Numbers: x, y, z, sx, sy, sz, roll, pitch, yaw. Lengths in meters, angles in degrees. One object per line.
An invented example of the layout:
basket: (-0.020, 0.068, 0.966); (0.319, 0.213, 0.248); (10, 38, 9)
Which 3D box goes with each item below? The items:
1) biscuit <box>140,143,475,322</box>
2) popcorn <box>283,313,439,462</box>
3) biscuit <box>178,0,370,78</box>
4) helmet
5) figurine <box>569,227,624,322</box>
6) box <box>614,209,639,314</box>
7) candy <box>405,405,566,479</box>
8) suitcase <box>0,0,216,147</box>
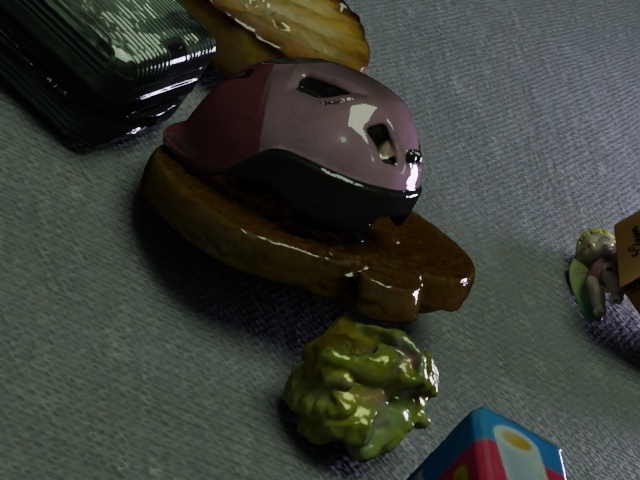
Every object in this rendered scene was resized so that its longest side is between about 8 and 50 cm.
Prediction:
biscuit: (-0.001, 0.001, 1.516); (0.367, 0.063, 0.314); (12, 22, -38)
popcorn: (0.039, 0.133, 1.380); (0.145, 0.126, 0.126); (-2, 19, -28)
biscuit: (-0.076, -0.266, 1.844); (0.296, 0.102, 0.296); (29, 26, -16)
helmet: (-0.011, -0.107, 1.479); (0.253, 0.154, 0.198); (37, 21, 25)
figurine: (0.357, 0.046, 1.910); (0.083, 0.083, 0.187); (32, 23, -11)
box: (0.449, 0.089, 1.868); (0.237, 0.070, 0.152); (54, 24, -21)
candy: (0.127, 0.292, 1.198); (0.100, 0.157, 0.306); (27, 30, -19)
suitcase: (-0.270, -0.241, 1.558); (0.312, 0.128, 0.202); (44, 29, 9)
